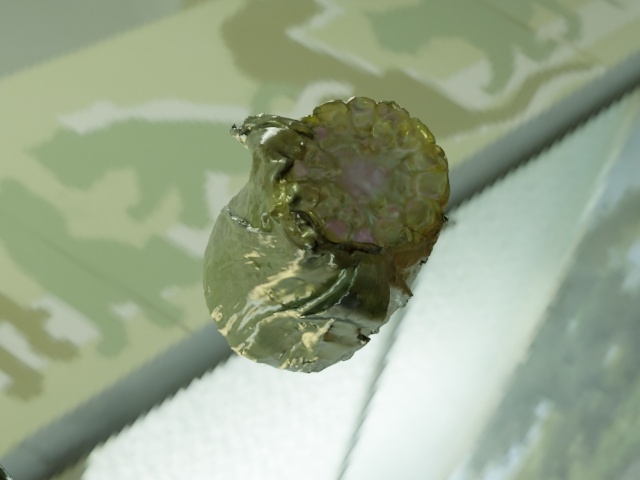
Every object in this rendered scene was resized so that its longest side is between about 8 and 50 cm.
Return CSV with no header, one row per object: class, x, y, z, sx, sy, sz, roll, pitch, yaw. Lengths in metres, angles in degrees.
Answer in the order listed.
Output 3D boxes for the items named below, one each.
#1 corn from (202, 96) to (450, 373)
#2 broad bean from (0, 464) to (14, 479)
corn,-0.004,0.003,1.099,0.305,0.122,0.123,121,158,-74
broad bean,-0.086,0.100,0.566,0.060,0.297,0.043,-62,-23,2
